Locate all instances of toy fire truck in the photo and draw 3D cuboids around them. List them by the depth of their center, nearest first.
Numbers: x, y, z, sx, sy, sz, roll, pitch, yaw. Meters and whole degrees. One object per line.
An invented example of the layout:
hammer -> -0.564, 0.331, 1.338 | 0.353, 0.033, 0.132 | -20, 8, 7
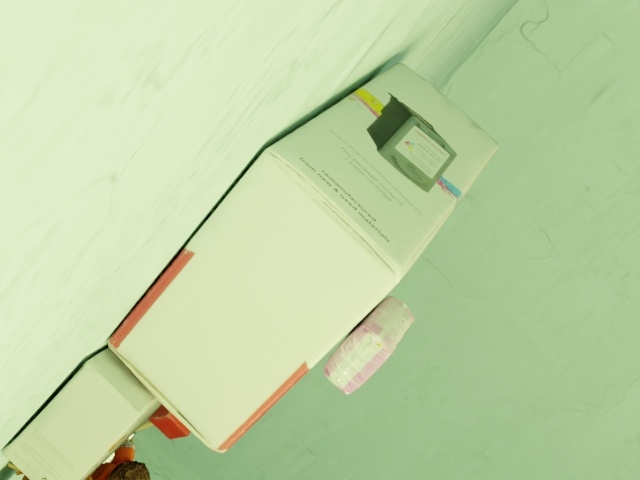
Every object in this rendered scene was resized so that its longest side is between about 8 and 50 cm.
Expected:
toy fire truck -> -0.268, 0.285, 1.368 | 0.192, 0.047, 0.135 | -14, -142, 39

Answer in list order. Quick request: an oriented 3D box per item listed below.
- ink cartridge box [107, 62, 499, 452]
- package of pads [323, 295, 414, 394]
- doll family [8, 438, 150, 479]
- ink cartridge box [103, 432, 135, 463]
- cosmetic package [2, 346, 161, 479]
ink cartridge box -> 0.000, 0.000, 0.834 | 0.226, 0.131, 0.306 | -48, 179, 29
package of pads -> 0.036, 0.074, 0.741 | 0.050, 0.032, 0.083 | -46, 177, 22
doll family -> -0.237, 0.271, 0.849 | 0.163, 0.118, 0.263 | -25, -137, 53
ink cartridge box -> -0.291, 0.270, 1.277 | 0.122, 0.052, 0.088 | -46, 180, -13
cosmetic package -> -0.166, 0.129, 0.853 | 0.099, 0.060, 0.239 | -48, 179, 8
